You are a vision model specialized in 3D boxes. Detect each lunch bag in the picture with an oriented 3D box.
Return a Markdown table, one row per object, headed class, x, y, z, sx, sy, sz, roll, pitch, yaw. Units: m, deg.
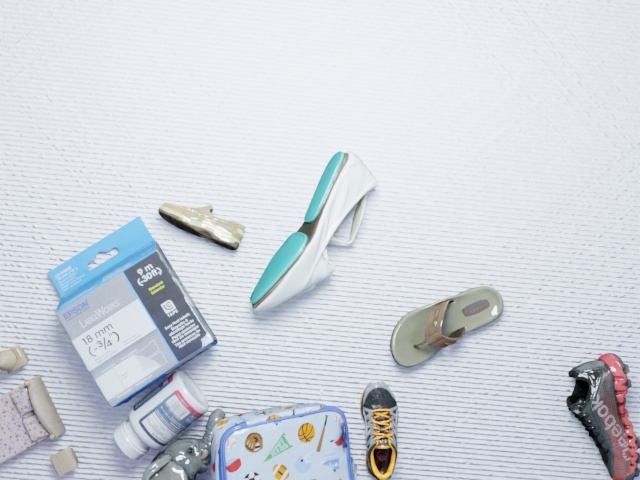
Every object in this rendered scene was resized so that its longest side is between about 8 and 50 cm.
| class | x | y | z | sx | sy | sz | roll | pitch | yaw |
| --- | --- | --- | --- | --- | --- | --- | --- | --- | --- |
| lunch bag | -0.069 | 0.465 | 1.251 | 0.303 | 0.115 | 0.243 | -2 | 84 | -25 |

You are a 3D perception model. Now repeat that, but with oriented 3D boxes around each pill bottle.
| class | x | y | z | sx | sy | sz | roll | pitch | yaw |
| --- | --- | --- | --- | --- | --- | --- | --- | --- | --- |
| pill bottle | -0.336 | 0.369 | 1.288 | 0.180 | 0.108 | 0.108 | -38 | 89 | -4 |

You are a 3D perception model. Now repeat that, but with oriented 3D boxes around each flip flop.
| class | x | y | z | sx | sy | sz | roll | pitch | yaw |
| --- | --- | --- | --- | --- | --- | --- | --- | --- | --- |
| flip flop | 0.276 | 0.183 | 1.334 | 0.277 | 0.080 | 0.112 | -24 | 88 | -3 |

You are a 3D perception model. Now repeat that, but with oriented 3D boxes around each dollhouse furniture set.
| class | x | y | z | sx | sy | sz | roll | pitch | yaw |
| --- | --- | --- | --- | --- | --- | --- | --- | --- | --- |
| dollhouse furniture set | -0.725 | 0.387 | 1.241 | 0.303 | 0.174 | 0.356 | -28 | 88 | -3 |

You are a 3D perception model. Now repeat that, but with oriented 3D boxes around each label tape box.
| class | x | y | z | sx | sy | sz | roll | pitch | yaw |
| --- | --- | --- | --- | --- | --- | --- | --- | --- | --- |
| label tape box | -0.405 | 0.137 | 1.278 | 0.240 | 0.106 | 0.334 | -33 | 83 | -8 |

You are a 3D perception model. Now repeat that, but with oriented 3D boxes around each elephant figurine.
| class | x | y | z | sx | sy | sz | roll | pitch | yaw |
| --- | --- | --- | --- | --- | --- | --- | --- | --- | --- |
| elephant figurine | -0.296 | 0.492 | 1.278 | 0.169 | 0.186 | 0.240 | -23 | 73 | 39 |

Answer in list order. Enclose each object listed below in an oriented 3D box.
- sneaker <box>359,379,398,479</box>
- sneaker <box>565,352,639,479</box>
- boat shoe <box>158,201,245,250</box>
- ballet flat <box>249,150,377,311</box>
| class | x | y | z | sx | sy | sz | roll | pitch | yaw |
| --- | --- | --- | --- | --- | --- | --- | --- | --- | --- |
| sneaker | 0.132 | 0.409 | 1.317 | 0.084 | 0.083 | 0.215 | -5 | 86 | -1 |
| sneaker | 0.605 | 0.388 | 1.328 | 0.135 | 0.097 | 0.276 | -7 | 85 | -3 |
| boat shoe | -0.256 | -0.046 | 1.342 | 0.189 | 0.068 | 0.072 | 25 | 74 | -10 |
| ballet flat | 0.000 | 0.000 | 1.321 | 0.139 | 0.139 | 0.400 | 30 | 85 | 0 |
